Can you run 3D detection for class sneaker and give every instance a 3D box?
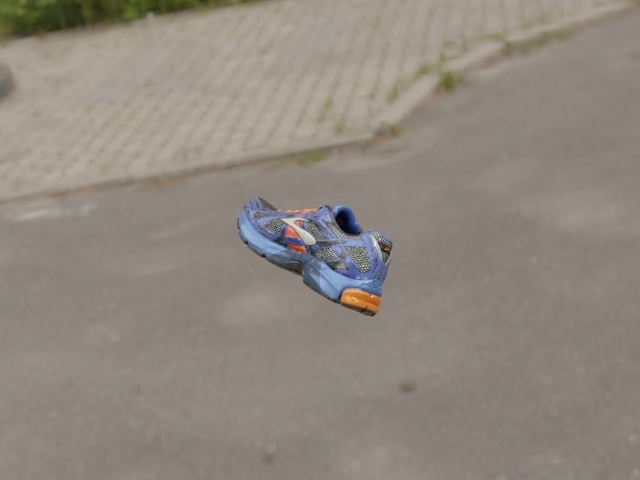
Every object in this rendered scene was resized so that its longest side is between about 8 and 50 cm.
[{"bbox_3d":[0.000,0.000,1.561,0.083,0.087,0.221,26,3,-46],"label":"sneaker"}]
